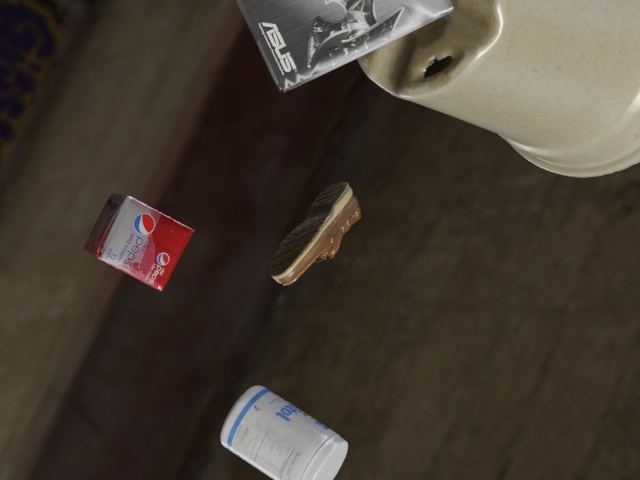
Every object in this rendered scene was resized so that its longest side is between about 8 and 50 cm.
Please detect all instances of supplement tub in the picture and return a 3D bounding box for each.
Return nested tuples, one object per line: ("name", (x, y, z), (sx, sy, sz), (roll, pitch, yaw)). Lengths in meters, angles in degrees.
("supplement tub", (-0.035, 0.193, 1.834), (0.071, 0.107, 0.071), (-51, 161, -25))

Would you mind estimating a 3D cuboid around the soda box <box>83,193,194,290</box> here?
("soda box", (-0.223, 0.000, 2.317), (0.083, 0.092, 0.263), (-62, -170, -3))

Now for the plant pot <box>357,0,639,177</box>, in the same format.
("plant pot", (0.205, -0.246, 2.091), (0.333, 0.305, 0.334), (-4, -96, 45))

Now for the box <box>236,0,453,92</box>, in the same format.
("box", (-0.005, -0.280, 1.811), (0.183, 0.231, 0.056), (-25, -176, -2))

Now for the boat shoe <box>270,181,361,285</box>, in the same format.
("boat shoe", (0.000, 0.000, 2.524), (0.064, 0.060, 0.178), (-8, -144, 48))
